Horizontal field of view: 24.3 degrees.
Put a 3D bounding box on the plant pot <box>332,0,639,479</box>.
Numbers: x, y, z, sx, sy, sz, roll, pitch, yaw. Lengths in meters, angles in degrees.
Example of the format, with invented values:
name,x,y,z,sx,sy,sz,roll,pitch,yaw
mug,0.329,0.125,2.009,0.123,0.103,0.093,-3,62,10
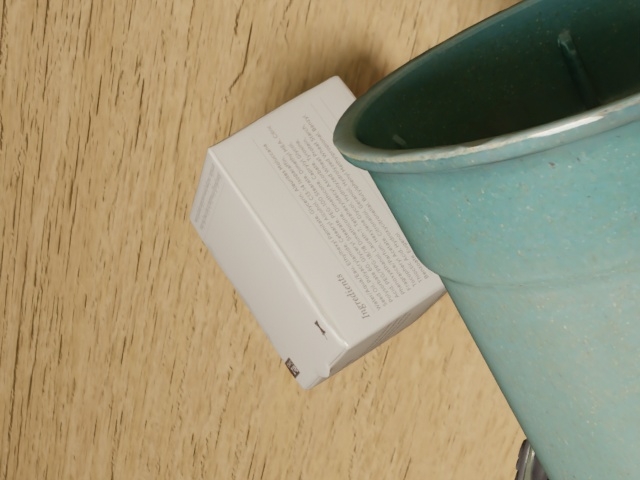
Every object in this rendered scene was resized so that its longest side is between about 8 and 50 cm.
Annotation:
name,x,y,z,sx,sy,sz,roll,pitch,yaw
plant pot,0.228,0.023,0.854,0.341,0.341,0.334,-8,112,46

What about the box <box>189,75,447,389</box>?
name,x,y,z,sx,sy,sz,roll,pitch,yaw
box,0.000,0.000,1.148,0.182,0.119,0.181,56,163,7

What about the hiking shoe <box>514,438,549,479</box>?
name,x,y,z,sx,sy,sz,roll,pitch,yaw
hiking shoe,0.221,0.223,1.135,0.114,0.086,0.226,-3,114,31
